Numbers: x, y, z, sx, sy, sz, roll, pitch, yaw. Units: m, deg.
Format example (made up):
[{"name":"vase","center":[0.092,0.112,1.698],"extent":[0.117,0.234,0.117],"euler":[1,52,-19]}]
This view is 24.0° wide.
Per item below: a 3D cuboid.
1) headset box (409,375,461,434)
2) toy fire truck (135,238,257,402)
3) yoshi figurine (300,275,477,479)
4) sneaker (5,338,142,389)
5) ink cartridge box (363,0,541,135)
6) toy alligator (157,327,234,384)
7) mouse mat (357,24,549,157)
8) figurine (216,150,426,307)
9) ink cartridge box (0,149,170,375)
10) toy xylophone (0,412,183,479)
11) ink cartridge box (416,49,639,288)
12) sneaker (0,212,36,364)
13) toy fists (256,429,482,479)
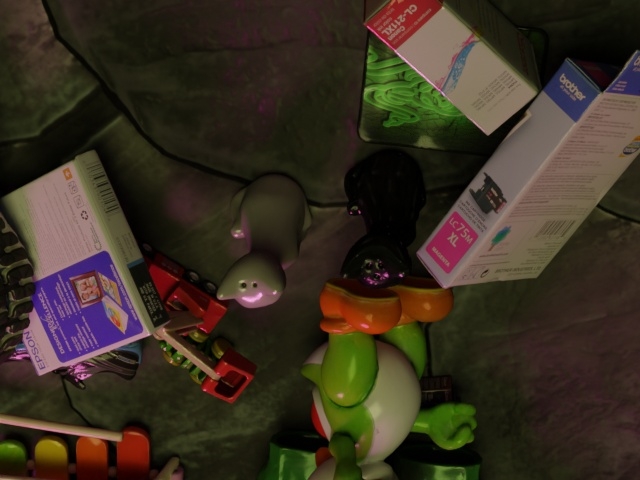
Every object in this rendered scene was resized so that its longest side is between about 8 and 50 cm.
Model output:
[{"name":"headset box","center":[0.123,0.194,1.768],"extent":[0.083,0.032,0.062],"euler":[-5,118,7]},{"name":"toy fire truck","center":[-0.157,0.087,1.680],"extent":[0.192,0.135,0.047],"euler":[33,116,-12]},{"name":"yoshi figurine","center":[0.077,0.228,1.644],"extent":[0.204,0.203,0.362],"euler":[6,100,-4]},{"name":"sneaker","center":[-0.302,0.138,1.761],"extent":[0.188,0.067,0.078],"euler":[1,112,2]},{"name":"ink cartridge box","center":[0.129,-0.204,1.488],"extent":[0.175,0.127,0.072],"euler":[40,115,-19]},{"name":"toy alligator","center":[-0.163,0.120,1.746],"extent":[0.190,0.051,0.056],"euler":[38,115,-14]},{"name":"mouse mat","center":[0.138,-0.162,1.593],"extent":[0.190,0.007,0.152],"euler":[7,118,3]},{"name":"figurine","center":[0.000,0.000,1.577],"extent":[0.215,0.209,0.092],"euler":[-10,116,11]},{"name":"ink cartridge box","center":[-0.281,0.029,1.662],"extent":[0.208,0.045,0.206],"euler":[-21,94,40]},{"name":"toy xylophone","center":[-0.323,0.294,1.837],"extent":[0.323,0.081,0.236],"euler":[12,119,-1]},{"name":"ink cartridge box","center":[0.247,-0.083,1.530],"extent":[0.065,0.186,0.311],"euler":[51,120,24]},{"name":"sneaker","center":[-0.413,-0.008,1.659],"extent":[0.147,0.130,0.330],"euler":[7,109,51]},{"name":"toy fists","center":[0.061,0.310,1.802],"extent":[0.279,0.096,0.142],"euler":[5,103,2]}]
